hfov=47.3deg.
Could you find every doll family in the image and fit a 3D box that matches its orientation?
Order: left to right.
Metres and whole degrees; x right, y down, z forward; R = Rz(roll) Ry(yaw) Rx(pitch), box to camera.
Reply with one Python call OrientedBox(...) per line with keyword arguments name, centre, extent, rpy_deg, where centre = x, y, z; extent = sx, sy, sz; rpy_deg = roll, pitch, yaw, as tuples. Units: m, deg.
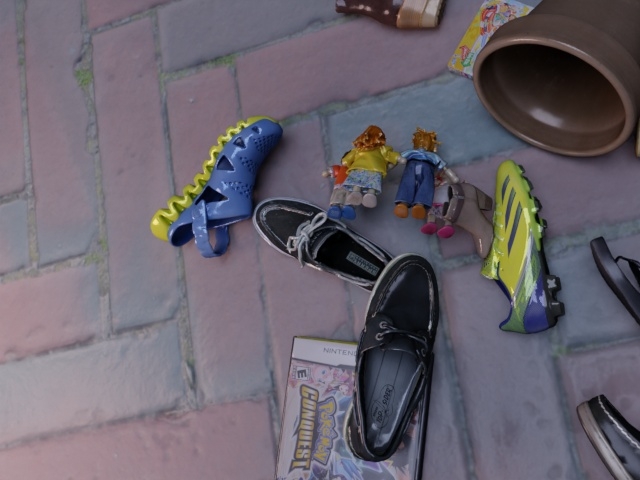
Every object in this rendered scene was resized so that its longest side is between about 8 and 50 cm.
OrientedBox(name="doll family", centre=(0.134, -0.116, 1.218), extent=(0.263, 0.118, 0.163), rpy_deg=(11, 57, 4))

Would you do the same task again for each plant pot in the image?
OrientedBox(name="plant pot", centre=(0.408, -0.298, 1.153), extent=(0.263, 0.263, 0.229), rpy_deg=(27, 69, 22))

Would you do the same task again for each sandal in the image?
OrientedBox(name="sandal", centre=(-0.169, -0.089, 1.356), extent=(0.138, 0.126, 0.317), rpy_deg=(44, 104, 20))
OrientedBox(name="sandal", centre=(0.497, 0.097, 1.105), extent=(0.054, 0.097, 0.254), rpy_deg=(-36, 81, 10))

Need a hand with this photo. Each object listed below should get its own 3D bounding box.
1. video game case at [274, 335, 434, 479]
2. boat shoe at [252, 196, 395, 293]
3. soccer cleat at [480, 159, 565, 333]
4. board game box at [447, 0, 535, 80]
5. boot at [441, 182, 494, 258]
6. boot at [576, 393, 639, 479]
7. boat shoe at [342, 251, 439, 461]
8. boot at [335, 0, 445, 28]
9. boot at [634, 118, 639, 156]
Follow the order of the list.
OrientedBox(name="video game case", centre=(0.054, 0.311, 1.237), extent=(0.248, 0.035, 0.275), rpy_deg=(4, 80, 19))
OrientedBox(name="boat shoe", centre=(-0.002, 0.004, 1.281), extent=(0.306, 0.105, 0.113), rpy_deg=(34, 91, 22))
OrientedBox(name="soccer cleat", centre=(0.309, 0.008, 1.184), extent=(0.121, 0.093, 0.289), rpy_deg=(-14, 74, 23))
OrientedBox(name="board game box", centre=(0.308, -0.352, 1.291), extent=(0.103, 0.026, 0.154), rpy_deg=(29, 89, 21))
OrientedBox(name="boot", centre=(0.236, -0.034, 1.179), extent=(0.087, 0.042, 0.118), rpy_deg=(10, 76, -23))
OrientedBox(name="boot", centre=(0.571, 0.299, 0.986), extent=(0.284, 0.138, 0.377), rpy_deg=(-46, 72, 16))
OrientedBox(name="boat shoe", centre=(0.117, 0.184, 1.143), extent=(0.127, 0.113, 0.340), rpy_deg=(21, 87, -4))
OrientedBox(name="boot", centre=(0.149, -0.518, 1.345), extent=(0.207, 0.090, 0.248), rpy_deg=(18, 89, 19))
OrientedBox(name="boot", centre=(0.614, -0.232, 1.130), extent=(0.203, 0.095, 0.262), rpy_deg=(19, 81, 20))
